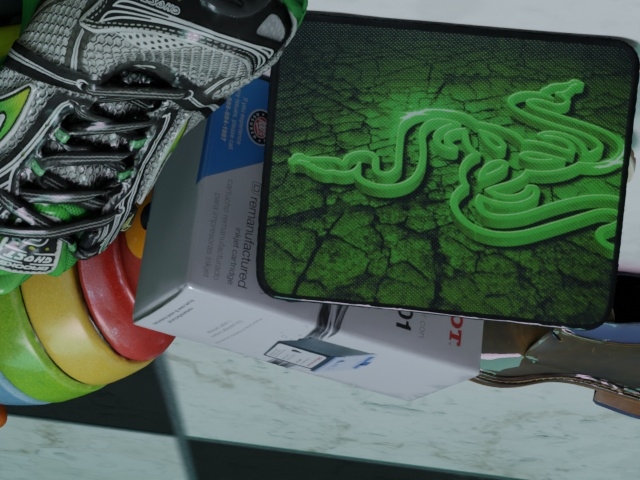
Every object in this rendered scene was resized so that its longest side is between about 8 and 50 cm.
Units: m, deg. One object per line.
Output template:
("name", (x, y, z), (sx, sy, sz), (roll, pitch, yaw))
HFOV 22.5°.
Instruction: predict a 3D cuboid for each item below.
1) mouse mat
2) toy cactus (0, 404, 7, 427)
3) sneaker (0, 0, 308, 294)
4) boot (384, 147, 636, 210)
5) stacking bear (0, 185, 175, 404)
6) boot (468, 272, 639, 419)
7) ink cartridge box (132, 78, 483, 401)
("mouse mat", (0.063, -0.035, 0.833), (0.190, 0.152, 0.007), (5, -170, 5))
("toy cactus", (-0.219, 0.067, 1.258), (0.180, 0.112, 0.219), (-10, 145, 18))
("sneaker", (-0.115, -0.055, 0.827), (0.134, 0.146, 0.343), (17, 156, -23))
("boot", (0.103, -0.035, 0.887), (0.158, 0.084, 0.059), (14, 156, -20))
("stacking bear", (-0.154, 0.022, 1.038), (0.289, 0.175, 0.164), (-11, 151, 24))
("boot", (0.165, 0.051, 1.131), (0.219, 0.082, 0.106), (13, 137, -3))
("ink cartridge box", (0.000, 0.000, 0.933), (0.191, 0.139, 0.082), (17, 155, -24))
